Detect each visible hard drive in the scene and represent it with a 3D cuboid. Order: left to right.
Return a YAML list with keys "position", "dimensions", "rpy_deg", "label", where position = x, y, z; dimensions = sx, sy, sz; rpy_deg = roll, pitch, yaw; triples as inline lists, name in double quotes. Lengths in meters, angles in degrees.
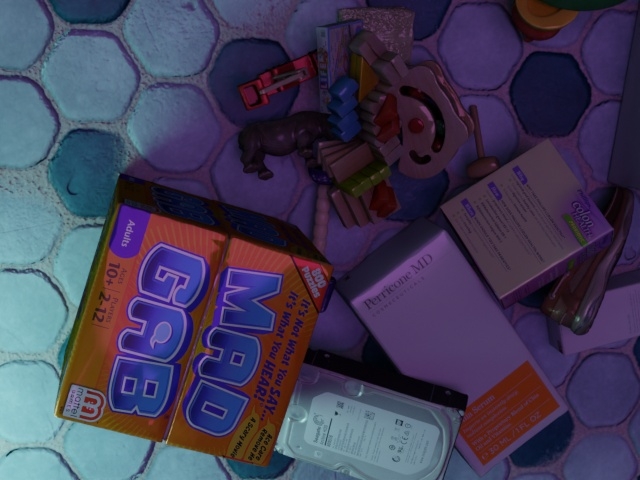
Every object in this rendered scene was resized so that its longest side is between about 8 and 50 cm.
- position: [0.086, 0.346, 1.909]
  dimensions: [0.338, 0.064, 0.237]
  rpy_deg: [17, 121, 8]
  label: "hard drive"

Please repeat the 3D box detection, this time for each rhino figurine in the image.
- position: [-0.037, -0.190, 1.863]
  dimensions: [0.243, 0.073, 0.106]
  rpy_deg: [-15, 63, -9]
  label: "rhino figurine"

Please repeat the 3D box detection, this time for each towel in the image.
- position: [0.103, -0.383, 1.885]
  dimensions: [0.148, 0.027, 0.110]
  rpy_deg: [-1, 100, -11]
  label: "towel"

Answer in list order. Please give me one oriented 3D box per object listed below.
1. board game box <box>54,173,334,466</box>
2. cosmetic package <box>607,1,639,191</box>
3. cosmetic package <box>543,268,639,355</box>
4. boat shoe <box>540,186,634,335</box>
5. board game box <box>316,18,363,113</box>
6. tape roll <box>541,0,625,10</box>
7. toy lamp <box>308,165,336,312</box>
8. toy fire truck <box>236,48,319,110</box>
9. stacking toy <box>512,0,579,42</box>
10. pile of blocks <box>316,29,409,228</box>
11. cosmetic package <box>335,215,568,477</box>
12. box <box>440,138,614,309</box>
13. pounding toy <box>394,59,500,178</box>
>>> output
- position: [-0.228, 0.123, 1.748]
  dimensions: [0.356, 0.356, 0.356]
  rpy_deg: [16, 98, -14]
  label: "board game box"
- position: [0.692, -0.274, 1.928]
  dimensions: [0.156, 0.217, 0.385]
  rpy_deg: [4, 101, -11]
  label: "cosmetic package"
- position: [0.579, 0.144, 2.054]
  dimensions: [0.231, 0.085, 0.117]
  rpy_deg: [-12, 103, -6]
  label: "cosmetic package"
- position: [0.523, 0.025, 1.974]
  dimensions: [0.116, 0.123, 0.324]
  rpy_deg: [21, 66, 17]
  label: "boat shoe"
- position: [0.038, -0.316, 1.827]
  dimensions: [0.103, 0.026, 0.154]
  rpy_deg: [-24, 119, -45]
  label: "board game box"
- position: [0.473, -0.573, 1.803]
  dimensions: [0.321, 0.077, 0.321]
  rpy_deg: [-1, 80, 3]
  label: "tape roll"
- position: [0.000, 0.000, 1.914]
  dimensions: [0.080, 0.080, 0.275]
  rpy_deg: [4, 101, -12]
  label: "toy lamp"
- position: [-0.058, -0.293, 1.815]
  dimensions: [0.192, 0.135, 0.047]
  rpy_deg: [-23, 104, -6]
  label: "toy fire truck"
- position: [0.437, -0.546, 1.905]
  dimensions: [0.309, 0.130, 0.279]
  rpy_deg: [-40, 79, -4]
  label: "stacking toy"
- position: [0.082, -0.183, 1.792]
  dimensions: [0.149, 0.112, 0.362]
  rpy_deg: [-12, 113, -24]
  label: "pile of blocks"
- position: [0.253, 0.205, 1.962]
  dimensions: [0.230, 0.161, 0.453]
  rpy_deg: [-38, 105, -2]
  label: "cosmetic package"
- position: [0.386, -0.029, 1.900]
  dimensions: [0.243, 0.117, 0.214]
  rpy_deg: [-33, 71, 5]
  label: "box"
- position: [0.211, -0.216, 1.918]
  dimensions: [0.154, 0.155, 0.269]
  rpy_deg: [-30, 97, 25]
  label: "pounding toy"
